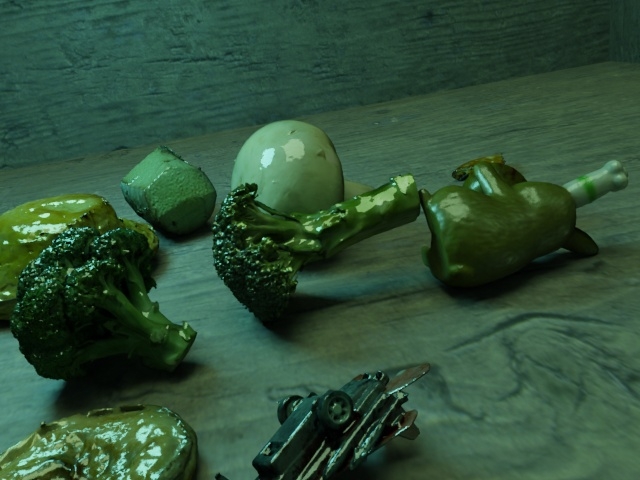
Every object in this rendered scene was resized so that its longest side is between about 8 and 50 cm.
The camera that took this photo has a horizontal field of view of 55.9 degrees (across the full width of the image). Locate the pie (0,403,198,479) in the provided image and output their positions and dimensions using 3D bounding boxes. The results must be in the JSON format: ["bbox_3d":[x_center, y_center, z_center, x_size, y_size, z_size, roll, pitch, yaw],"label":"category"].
[{"bbox_3d":[-0.268,0.270,0.664,0.274,0.055,0.274,-9,20,3],"label":"pie"}]

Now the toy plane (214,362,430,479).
[{"bbox_3d":[-0.026,0.226,0.602,0.326,0.104,0.223,-29,1,-35],"label":"toy plane"}]

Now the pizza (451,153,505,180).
[{"bbox_3d":[0.443,-0.194,1.611,0.178,0.041,0.131,-24,22,-35],"label":"pizza"}]

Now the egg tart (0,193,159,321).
[{"bbox_3d":[-0.580,0.012,1.320,0.443,0.178,0.443,-7,21,3],"label":"egg tart"}]

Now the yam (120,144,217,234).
[{"bbox_3d":[-0.386,-0.123,1.573,0.202,0.201,0.271,-45,23,-13],"label":"yam"}]

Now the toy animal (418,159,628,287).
[{"bbox_3d":[0.340,-0.035,1.050,0.363,0.181,0.180,-18,30,-19],"label":"toy animal"}]

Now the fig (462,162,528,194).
[{"bbox_3d":[0.361,-0.099,1.245,0.148,0.142,0.186,18,36,-1],"label":"fig"}]

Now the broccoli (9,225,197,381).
[{"bbox_3d":[-0.317,0.105,0.911,0.270,0.270,0.270,27,26,2],"label":"broccoli"}]

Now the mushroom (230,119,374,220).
[{"bbox_3d":[-0.019,-0.104,1.300,0.336,0.314,0.314,2,11,-35],"label":"mushroom"}]

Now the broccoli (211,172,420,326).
[{"bbox_3d":[-0.005,-0.010,0.999,0.361,0.221,0.252,-29,-19,13],"label":"broccoli"}]
